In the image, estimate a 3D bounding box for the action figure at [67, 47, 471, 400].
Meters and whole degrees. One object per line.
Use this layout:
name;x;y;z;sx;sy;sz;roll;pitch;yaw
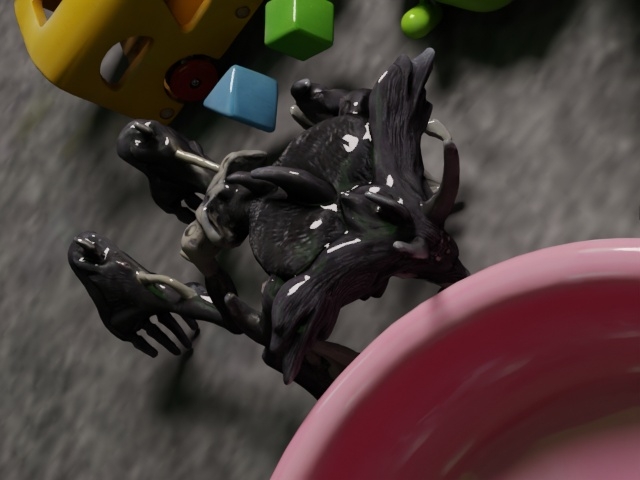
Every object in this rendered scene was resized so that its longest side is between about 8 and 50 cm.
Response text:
action figure;0.000;0.000;0.921;0.275;0.141;0.164;2;69;56

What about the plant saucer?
plant saucer;0.117;0.167;0.763;0.332;0.084;0.332;-9;72;31

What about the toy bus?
toy bus;-0.080;-0.163;1.059;0.191;0.104;0.202;-4;72;51

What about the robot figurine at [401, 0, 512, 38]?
robot figurine;0.063;-0.152;0.984;0.115;0.067;0.101;23;117;42
